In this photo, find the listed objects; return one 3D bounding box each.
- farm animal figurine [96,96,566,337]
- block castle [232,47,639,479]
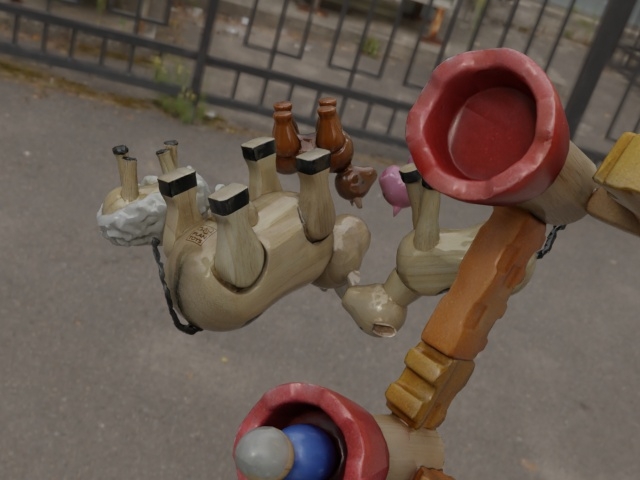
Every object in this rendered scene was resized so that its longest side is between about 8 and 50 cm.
[{"bbox_3d":[0.000,0.000,0.785,0.327,0.172,0.330,-17,27,-26],"label":"farm animal figurine"},{"bbox_3d":[0.193,0.114,0.412,0.453,0.303,0.213,32,7,33],"label":"block castle"}]
